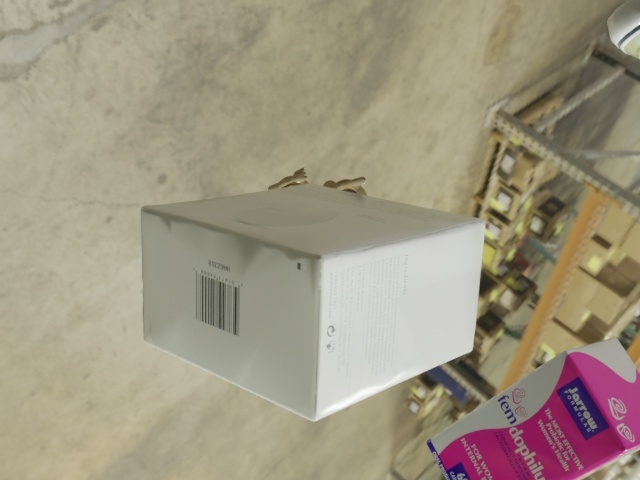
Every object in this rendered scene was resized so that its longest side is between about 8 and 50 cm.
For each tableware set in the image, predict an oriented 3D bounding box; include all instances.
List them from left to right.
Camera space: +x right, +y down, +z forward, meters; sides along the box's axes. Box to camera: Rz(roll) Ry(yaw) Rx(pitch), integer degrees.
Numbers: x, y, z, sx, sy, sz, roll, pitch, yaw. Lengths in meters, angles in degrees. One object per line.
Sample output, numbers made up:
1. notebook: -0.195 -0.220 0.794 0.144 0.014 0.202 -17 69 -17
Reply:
1. tableware set: 0.000 0.000 0.896 0.020 0.141 0.168 -6 92 -55

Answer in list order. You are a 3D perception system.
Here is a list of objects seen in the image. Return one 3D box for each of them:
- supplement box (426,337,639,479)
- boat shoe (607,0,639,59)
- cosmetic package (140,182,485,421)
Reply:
1. supplement box: 0.238 0.208 0.848 0.114 0.111 0.220 -1 146 -44
2. boat shoe: 0.423 -0.207 0.850 0.302 0.094 0.109 -4 163 -37
3. cosmetic package: -0.007 0.038 0.730 0.225 0.224 0.138 -13 111 -45
